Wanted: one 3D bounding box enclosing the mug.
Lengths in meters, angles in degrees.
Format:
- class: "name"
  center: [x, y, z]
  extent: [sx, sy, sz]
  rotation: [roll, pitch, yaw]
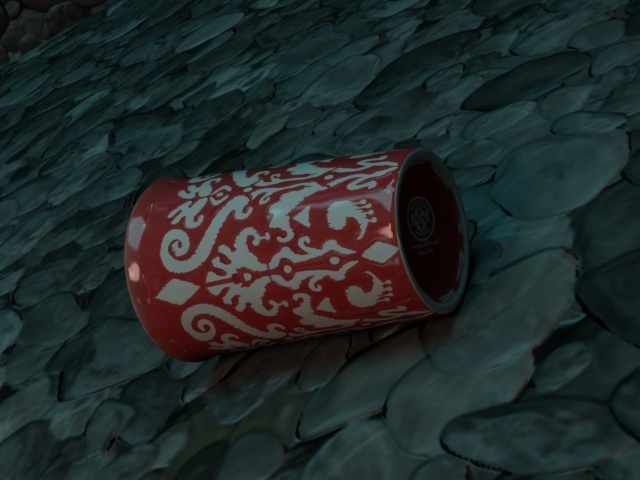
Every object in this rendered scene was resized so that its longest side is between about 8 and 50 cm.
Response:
- class: "mug"
  center: [-0.005, -0.006, 0.629]
  extent: [0.169, 0.113, 0.150]
  rotation: [-9, 34, 32]
